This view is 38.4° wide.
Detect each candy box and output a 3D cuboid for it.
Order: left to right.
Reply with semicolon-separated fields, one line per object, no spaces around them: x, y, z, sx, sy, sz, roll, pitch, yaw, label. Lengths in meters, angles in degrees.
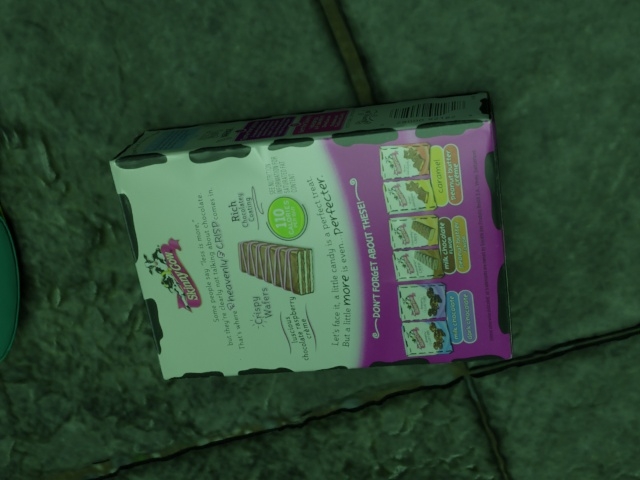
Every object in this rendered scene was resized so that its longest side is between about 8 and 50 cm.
0.000;0.000;0.594;0.234;0.071;0.159;-5;112;10;candy box

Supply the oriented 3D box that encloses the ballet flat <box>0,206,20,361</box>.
-0.263;-0.022;0.634;0.077;0.077;0.230;8;112;29;ballet flat
